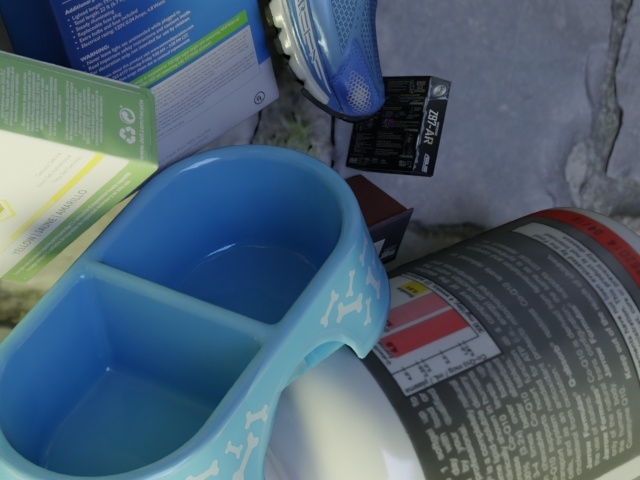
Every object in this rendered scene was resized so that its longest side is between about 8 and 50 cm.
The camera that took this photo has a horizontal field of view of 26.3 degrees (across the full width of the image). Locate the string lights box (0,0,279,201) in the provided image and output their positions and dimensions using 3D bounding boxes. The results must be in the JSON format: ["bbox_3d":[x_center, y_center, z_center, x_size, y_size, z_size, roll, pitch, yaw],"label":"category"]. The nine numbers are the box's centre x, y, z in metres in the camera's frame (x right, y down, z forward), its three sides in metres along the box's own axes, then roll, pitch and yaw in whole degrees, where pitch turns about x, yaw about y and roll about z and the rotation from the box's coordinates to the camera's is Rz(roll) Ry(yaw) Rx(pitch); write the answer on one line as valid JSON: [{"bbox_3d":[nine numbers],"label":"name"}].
[{"bbox_3d":[-0.116,-0.164,0.773,0.133,0.077,0.259,-36,137,-25],"label":"string lights box"}]

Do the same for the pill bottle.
[{"bbox_3d":[0.061,0.124,0.896,0.363,0.210,0.210,-20,106,-30],"label":"pill bottle"}]

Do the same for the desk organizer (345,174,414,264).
[{"bbox_3d":[0.000,0.000,0.937,0.130,0.050,0.047,-23,142,-44],"label":"desk organizer"}]

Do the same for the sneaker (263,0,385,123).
[{"bbox_3d":[0.032,-0.235,0.840,0.147,0.130,0.330,0,104,2],"label":"sneaker"}]

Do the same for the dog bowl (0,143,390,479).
[{"bbox_3d":[-0.075,0.054,0.763,0.297,0.166,0.074,-52,151,-37],"label":"dog bowl"}]

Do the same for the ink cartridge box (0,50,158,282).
[{"bbox_3d":[-0.227,-0.050,0.716,0.235,0.171,0.056,12,61,-34],"label":"ink cartridge box"}]

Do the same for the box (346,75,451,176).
[{"bbox_3d":[0.053,-0.079,0.943,0.018,0.083,0.067,12,88,-32],"label":"box"}]
